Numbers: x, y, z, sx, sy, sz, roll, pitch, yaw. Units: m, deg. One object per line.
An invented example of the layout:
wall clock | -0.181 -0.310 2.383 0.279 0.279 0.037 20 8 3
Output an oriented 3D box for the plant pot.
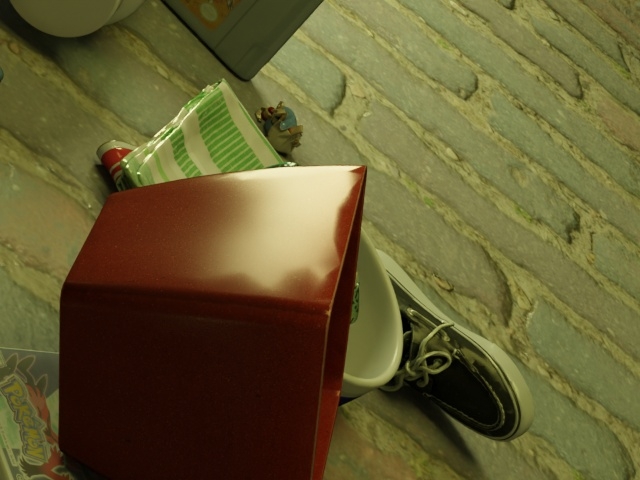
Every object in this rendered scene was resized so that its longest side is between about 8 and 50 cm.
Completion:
plant pot | -0.100 0.087 1.466 0.235 0.267 0.267 9 31 5

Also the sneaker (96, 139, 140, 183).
sneaker | -0.197 -0.077 1.868 0.118 0.042 0.067 3 46 -45

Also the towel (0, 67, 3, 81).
towel | -0.392 -0.177 1.755 0.067 0.029 0.119 43 27 -3

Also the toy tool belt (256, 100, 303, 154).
toy tool belt | -0.048 -0.158 2.172 0.052 0.051 0.083 20 36 -39

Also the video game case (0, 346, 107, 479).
video game case | -0.229 0.185 1.483 0.183 0.023 0.201 11 42 -48

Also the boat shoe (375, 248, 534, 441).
boat shoe | 0.119 0.131 1.939 0.306 0.113 0.105 48 34 12

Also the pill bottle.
pill bottle | -0.276 -0.379 2.021 0.188 0.188 0.334 38 29 -12

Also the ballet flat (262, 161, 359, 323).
ballet flat | 0.000 0.000 1.702 0.188 0.070 0.070 56 26 -8

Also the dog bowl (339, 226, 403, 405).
dog bowl | -0.029 0.059 1.780 0.265 0.104 0.265 39 35 -34

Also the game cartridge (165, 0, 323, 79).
game cartridge | -0.138 -0.389 2.212 0.297 0.198 0.062 46 27 3

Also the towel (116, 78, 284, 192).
towel | -0.106 -0.044 1.901 0.248 0.038 0.325 54 26 -11
